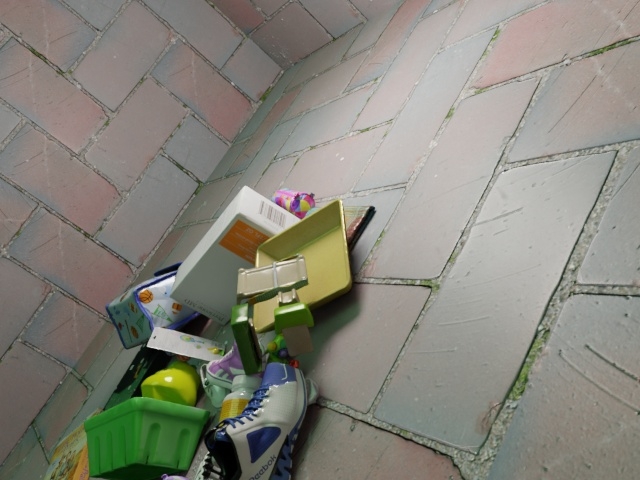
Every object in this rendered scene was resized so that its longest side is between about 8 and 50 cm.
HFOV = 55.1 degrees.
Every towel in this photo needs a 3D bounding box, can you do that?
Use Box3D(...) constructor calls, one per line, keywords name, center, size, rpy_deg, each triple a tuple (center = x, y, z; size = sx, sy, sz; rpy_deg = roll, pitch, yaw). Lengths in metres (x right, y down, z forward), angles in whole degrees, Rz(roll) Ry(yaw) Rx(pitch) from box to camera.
Box3D(name="towel", center=(0.000, 0.000, 1.935), size=(0.271, 0.040, 0.370), rpy_deg=(-58, 24, -16))

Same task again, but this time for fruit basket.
Box3D(name="fruit basket", center=(-0.502, 0.512, 1.833), size=(0.392, 0.283, 0.392), rpy_deg=(-30, 48, 40))

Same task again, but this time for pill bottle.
Box3D(name="pill bottle", center=(-0.185, 0.436, 1.470), size=(0.118, 0.118, 0.208), rpy_deg=(-30, 40, 39))

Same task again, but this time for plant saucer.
Box3D(name="plant saucer", center=(-0.040, 0.085, 1.738), size=(0.333, 0.081, 0.332), rpy_deg=(-29, 41, 24))

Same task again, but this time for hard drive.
Box3D(name="hard drive", center=(-0.696, 0.526, 2.380), size=(0.237, 0.064, 0.338), rpy_deg=(-17, 39, 53))

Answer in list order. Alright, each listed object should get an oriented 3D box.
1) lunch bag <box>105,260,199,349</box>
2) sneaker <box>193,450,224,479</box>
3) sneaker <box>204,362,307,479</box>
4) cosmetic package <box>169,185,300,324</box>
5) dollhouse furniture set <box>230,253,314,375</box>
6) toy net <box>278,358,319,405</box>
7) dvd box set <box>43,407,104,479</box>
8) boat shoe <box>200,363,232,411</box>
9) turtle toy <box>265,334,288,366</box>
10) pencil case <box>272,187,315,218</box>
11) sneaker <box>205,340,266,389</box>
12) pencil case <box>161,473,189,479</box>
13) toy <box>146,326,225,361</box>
Box3D(name="lunch bag", center=(-0.576, 0.223, 2.363), size=(0.385, 0.238, 0.328), rpy_deg=(-25, 2, -39))
Box3D(name="sneaker", center=(-0.293, 0.610, 1.494), size=(0.106, 0.078, 0.234), rpy_deg=(-32, 31, 31))
Box3D(name="sneaker", center=(-0.146, 0.404, 1.341), size=(0.127, 0.182, 0.315), rpy_deg=(-29, 41, 44))
Box3D(name="cosmetic package", center=(-0.289, 0.061, 2.054), size=(0.453, 0.230, 0.161), rpy_deg=(-47, 23, 32))
Box3D(name="dollhouse furniture set", center=(-0.114, 0.182, 1.592), size=(0.198, 0.151, 0.301), rpy_deg=(-13, 25, 1))
Box3D(name="toy net", center=(-0.056, 0.357, 1.494), size=(0.232, 0.045, 0.122), rpy_deg=(-5, 48, 57))
Box3D(name="dvd box set", center=(-0.963, 0.881, 2.334), size=(0.308, 0.062, 0.420), rpy_deg=(-41, 25, 21))
Box3D(name="boat shoe", center=(-0.312, 0.431, 1.804), size=(0.083, 0.076, 0.226), rpy_deg=(-54, 23, -8))
Box3D(name="turtle toy", center=(-0.108, 0.290, 1.653), size=(0.130, 0.066, 0.095), rpy_deg=(-54, -3, -9))
Box3D(name="pencil case", center=(-0.100, -0.141, 2.257), size=(0.104, 0.104, 0.236), rpy_deg=(-54, 22, -9))
Box3D(name="sneaker", center=(-0.228, 0.328, 1.699), size=(0.282, 0.102, 0.161), rpy_deg=(3, 92, 52))
Box3D(name="pencil case", center=(-0.381, 0.687, 1.527), size=(0.086, 0.088, 0.206), rpy_deg=(-40, 26, 29))
Box3D(name="toy", center=(-0.427, 0.351, 1.959), size=(0.137, 0.237, 0.056), rpy_deg=(-105, 28, -73))
